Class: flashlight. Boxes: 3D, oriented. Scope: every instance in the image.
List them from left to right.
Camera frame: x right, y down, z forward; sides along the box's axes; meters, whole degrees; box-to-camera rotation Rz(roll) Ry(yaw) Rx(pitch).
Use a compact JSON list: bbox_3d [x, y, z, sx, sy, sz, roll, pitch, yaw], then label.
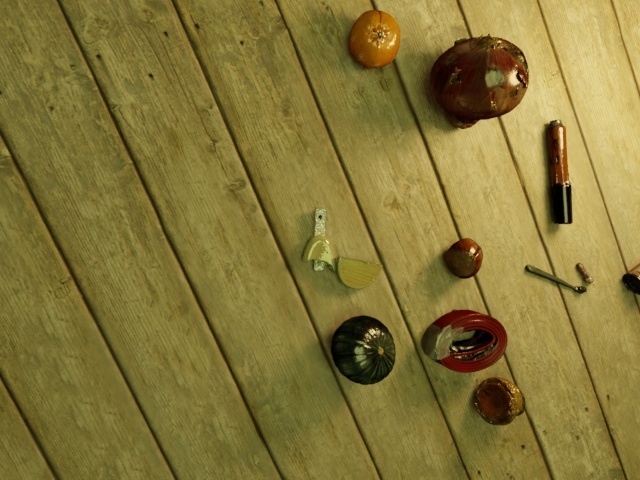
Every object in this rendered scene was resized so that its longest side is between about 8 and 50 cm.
[{"bbox_3d":[1.106,0.141,1.975,0.031,0.052,0.110,-35,94,28],"label":"flashlight"}]

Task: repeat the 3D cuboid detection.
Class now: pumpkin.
[{"bbox_3d":[0.151,0.396,1.697,0.250,0.216,0.250,13,59,-23],"label":"pumpkin"}]

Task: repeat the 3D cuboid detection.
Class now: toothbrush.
[{"bbox_3d":[0.973,0.160,1.948,0.297,0.030,0.030,21,63,-11],"label":"toothbrush"}]

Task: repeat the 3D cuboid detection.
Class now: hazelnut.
[{"bbox_3d":[0.553,0.069,1.806,0.143,0.143,0.154,-15,104,-11],"label":"hazelnut"}]

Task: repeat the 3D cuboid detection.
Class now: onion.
[{"bbox_3d":[0.556,-0.568,1.659,0.353,0.353,0.354,-1,93,-12],"label":"onion"}]

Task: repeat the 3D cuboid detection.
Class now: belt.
[{"bbox_3d":[0.552,0.385,1.827,0.324,0.115,0.227,-5,92,-14],"label":"belt"}]

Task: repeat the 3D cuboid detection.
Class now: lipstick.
[{"bbox_3d":[0.962,-0.273,1.897,0.077,0.077,0.418,-7,93,-12],"label":"lipstick"}]

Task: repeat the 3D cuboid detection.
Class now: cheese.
[{"bbox_3d":[0.000,0.000,1.714,0.127,0.050,0.235,2,94,-11],"label":"cheese"}]

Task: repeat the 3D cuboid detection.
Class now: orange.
[{"bbox_3d":[0.193,-0.709,1.661,0.193,0.161,0.193,-1,92,-17],"label":"orange"}]

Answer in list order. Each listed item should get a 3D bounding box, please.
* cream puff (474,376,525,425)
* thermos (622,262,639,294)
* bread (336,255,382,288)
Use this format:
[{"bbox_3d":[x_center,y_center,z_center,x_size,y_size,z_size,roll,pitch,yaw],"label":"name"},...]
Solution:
[{"bbox_3d":[0.728,0.640,1.870,0.169,0.183,0.183,20,89,-38],"label":"cream puff"},{"bbox_3d":[1.460,0.106,2.009,0.330,0.109,0.136,-34,99,-9],"label":"thermos"},{"bbox_3d":[0.133,0.125,1.751,0.193,0.036,0.112,11,97,-25],"label":"bread"}]
